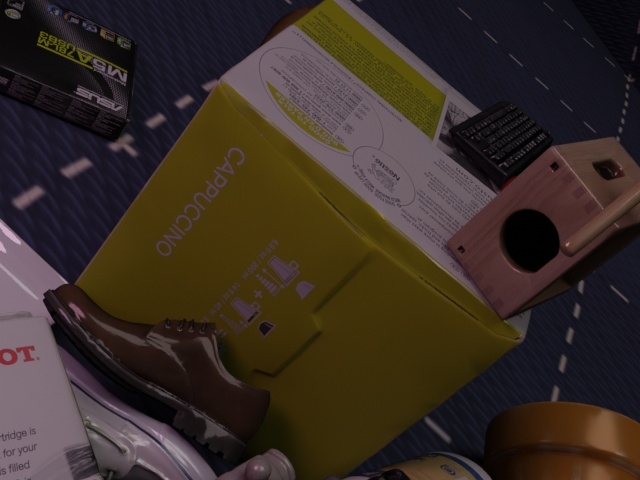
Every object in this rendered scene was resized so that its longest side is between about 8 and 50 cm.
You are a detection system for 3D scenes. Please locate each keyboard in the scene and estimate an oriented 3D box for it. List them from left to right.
[{"bbox_3d":[0.207,-0.099,0.910,0.108,0.023,0.180,47,34,7],"label":"keyboard"}]

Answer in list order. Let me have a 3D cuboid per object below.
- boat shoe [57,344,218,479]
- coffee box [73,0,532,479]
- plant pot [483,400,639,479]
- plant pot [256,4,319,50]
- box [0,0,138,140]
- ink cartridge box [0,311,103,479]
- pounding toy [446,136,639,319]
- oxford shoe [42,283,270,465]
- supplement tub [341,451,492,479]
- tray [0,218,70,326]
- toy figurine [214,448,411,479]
[{"bbox_3d":[-0.195,0.185,0.761,0.226,0.083,0.076,34,43,9],"label":"boat shoe"},{"bbox_3d":[0.000,0.000,0.915,0.338,0.337,0.334,41,34,-4],"label":"coffee box"},{"bbox_3d":[0.286,0.319,0.998,0.205,0.205,0.187,31,50,-17],"label":"plant pot"},{"bbox_3d":[-0.029,-0.166,1.199,0.237,0.237,0.254,38,44,-6],"label":"plant pot"},{"bbox_3d":[-0.333,-0.232,1.102,0.191,0.045,0.184,23,36,-26],"label":"box"},{"bbox_3d":[-0.259,0.210,0.582,0.211,0.121,0.289,-3,62,-47],"label":"ink cartridge box"},{"bbox_3d":[0.202,-0.036,0.676,0.181,0.206,0.094,-13,63,-49],"label":"pounding toy"},{"bbox_3d":[-0.145,0.100,0.778,0.227,0.083,0.096,37,77,-9],"label":"oxford shoe"},{"bbox_3d":[0.077,0.294,0.840,0.200,0.144,0.144,0,52,-46],"label":"supplement tub"},{"bbox_3d":[-0.345,0.076,0.739,0.145,0.030,0.270,42,39,2],"label":"tray"},{"bbox_3d":[-0.021,0.280,0.671,0.148,0.213,0.209,-16,108,-58],"label":"toy figurine"}]
